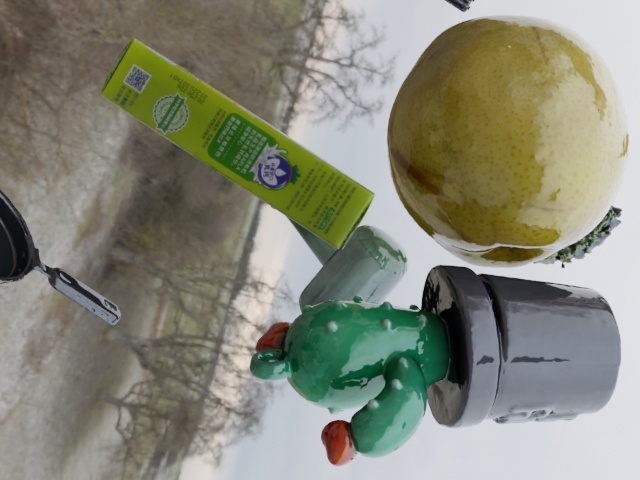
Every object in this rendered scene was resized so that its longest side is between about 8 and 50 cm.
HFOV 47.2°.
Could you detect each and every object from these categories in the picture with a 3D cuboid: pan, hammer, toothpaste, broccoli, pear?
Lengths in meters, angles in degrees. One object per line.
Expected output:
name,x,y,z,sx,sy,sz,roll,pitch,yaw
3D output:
pan,-0.276,0.013,0.663,0.028,0.235,0.136,-37,-147,12
hammer,0.000,0.000,1.295,0.206,0.119,0.335,-51,-125,20
toothpaste,-0.090,-0.110,0.848,0.077,0.327,0.110,-57,-178,4
broccoli,0.426,-0.075,1.428,0.273,0.180,0.242,2,-131,53
pear,0.228,-0.122,0.924,0.314,0.314,0.314,-165,-90,-83

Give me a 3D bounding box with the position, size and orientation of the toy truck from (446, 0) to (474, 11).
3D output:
toy truck,0.176,-0.352,1.032,0.032,0.083,0.024,-47,172,-36

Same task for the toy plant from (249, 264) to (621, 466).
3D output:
toy plant,0.121,0.128,0.824,0.279,0.400,0.185,-96,-170,-46
